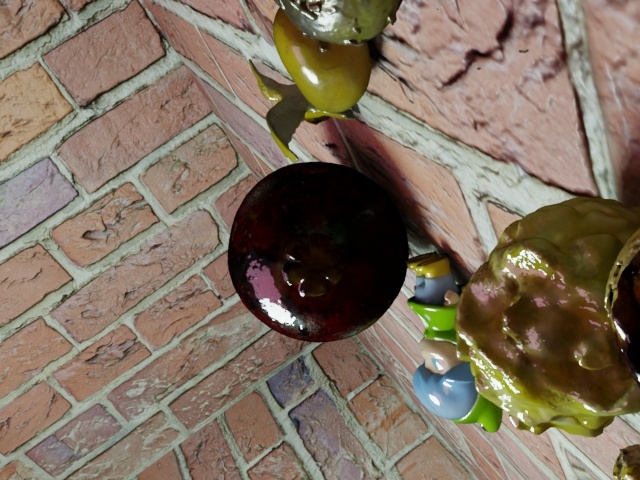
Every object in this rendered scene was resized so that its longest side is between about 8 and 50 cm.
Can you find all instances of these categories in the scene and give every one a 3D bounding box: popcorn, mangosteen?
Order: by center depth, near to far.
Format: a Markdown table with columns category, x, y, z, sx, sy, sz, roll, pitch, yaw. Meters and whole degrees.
| category | x | y | z | sx | sy | sz | roll | pitch | yaw |
| --- | --- | --- | --- | --- | --- | --- | --- | --- | --- |
| popcorn | 0.173 | 0.056 | 0.433 | 0.142 | 0.173 | 0.173 | 19 | 152 | 35 |
| mangosteen | -0.001 | 0.013 | 1.020 | 0.311 | 0.311 | 0.311 | 54 | 173 | 9 |

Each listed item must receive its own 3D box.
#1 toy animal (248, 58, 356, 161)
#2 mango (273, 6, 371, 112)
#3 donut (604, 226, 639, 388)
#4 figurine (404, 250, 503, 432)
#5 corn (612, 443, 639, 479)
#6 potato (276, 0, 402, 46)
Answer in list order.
| category | x | y | z | sx | sy | sz | roll | pitch | yaw |
| --- | --- | --- | --- | --- | --- | --- | --- | --- | --- |
| toy animal | -0.026 | -0.207 | 0.882 | 0.155 | 0.095 | 0.219 | 55 | -156 | -7 |
| mango | 0.000 | -0.203 | 0.701 | 0.130 | 0.092 | 0.195 | 54 | 178 | -9 |
| donut | 0.205 | 0.039 | 0.312 | 0.140 | 0.140 | 0.059 | 55 | -176 | -1 |
| figurine | 0.196 | 0.147 | 0.928 | 0.162 | 0.143 | 0.263 | -179 | 71 | -74 |
| corn | 0.382 | 0.318 | 0.598 | 0.313 | 0.102 | 0.102 | 57 | 173 | 1 |
| potato | -0.013 | -0.255 | 0.444 | 0.149 | 0.113 | 0.251 | 44 | 168 | 51 |
